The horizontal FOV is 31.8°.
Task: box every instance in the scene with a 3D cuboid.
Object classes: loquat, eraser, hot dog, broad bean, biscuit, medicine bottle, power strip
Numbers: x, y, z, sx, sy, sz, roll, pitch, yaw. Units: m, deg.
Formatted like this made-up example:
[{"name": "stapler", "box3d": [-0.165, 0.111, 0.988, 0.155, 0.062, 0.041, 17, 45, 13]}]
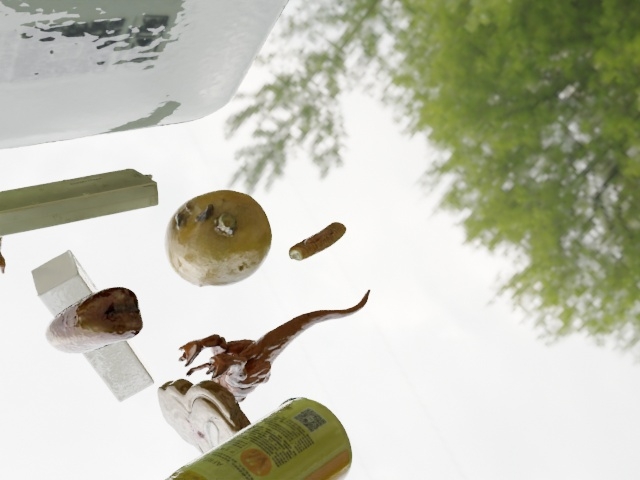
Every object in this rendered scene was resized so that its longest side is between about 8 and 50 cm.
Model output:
[{"name": "loquat", "box3d": [-0.160, -0.006, 1.767, 0.172, 0.204, 0.149, -14, -105, -13]}, {"name": "eraser", "box3d": [-0.390, 0.153, 1.938, 0.076, 0.078, 0.298, 56, 173, 49]}, {"name": "hot dog", "box3d": [0.000, -0.001, 1.791, 0.044, 0.028, 0.137, 18, -152, 32]}, {"name": "broad bean", "box3d": [-0.340, 0.126, 1.684, 0.114, 0.165, 0.084, 18, -124, -42]}, {"name": "biscuit", "box3d": [-0.140, 0.322, 1.786, 0.320, 0.183, 0.047, 38, -126, 15]}, {"name": "medicine bottle", "box3d": [-0.076, 0.269, 1.227, 0.124, 0.124, 0.239, 46, -139, 15]}, {"name": "power strip", "box3d": [-0.422, -0.051, 1.685, 0.367, 0.043, 0.106, -13, -157, -30]}]

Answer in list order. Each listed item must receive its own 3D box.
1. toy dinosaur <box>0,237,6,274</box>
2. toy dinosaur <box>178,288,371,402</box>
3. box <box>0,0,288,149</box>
[{"name": "toy dinosaur", "box3d": [-0.551, -0.038, 1.891, 0.039, 0.162, 0.126, -10, -136, -28]}, {"name": "toy dinosaur", "box3d": [-0.123, 0.201, 1.922, 0.208, 0.432, 0.097, 19, -136, -51]}, {"name": "box", "box3d": [-0.203, -0.190, 0.901, 0.373, 0.367, 0.090, -13, -106, -27]}]
